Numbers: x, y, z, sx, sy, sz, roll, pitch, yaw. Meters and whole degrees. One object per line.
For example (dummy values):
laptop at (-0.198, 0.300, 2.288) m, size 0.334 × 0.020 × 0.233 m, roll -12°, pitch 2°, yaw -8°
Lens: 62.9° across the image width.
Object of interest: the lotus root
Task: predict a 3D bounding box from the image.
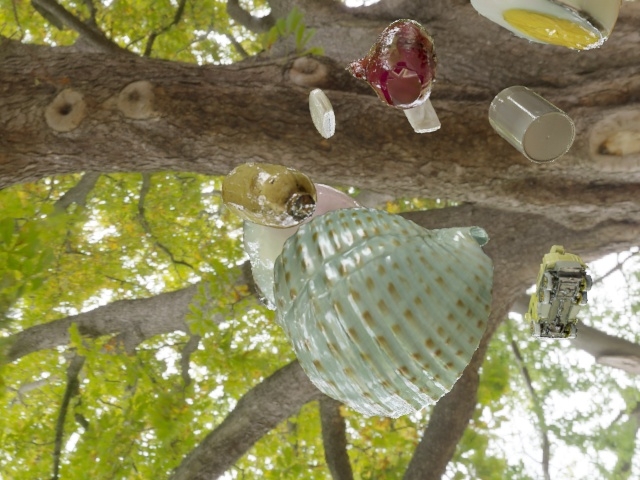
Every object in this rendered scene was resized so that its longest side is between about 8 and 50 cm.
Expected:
lotus root at (-0.111, -0.101, 1.160) m, size 0.160 × 0.284 × 0.146 m, roll -20°, pitch -64°, yaw -33°

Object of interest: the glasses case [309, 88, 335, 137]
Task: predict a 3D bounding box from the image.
glasses case at (0.005, -0.353, 1.467) m, size 0.081 × 0.051 × 0.204 m, roll 59°, pitch 176°, yaw 11°

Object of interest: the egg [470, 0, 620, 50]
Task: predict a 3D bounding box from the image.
egg at (0.501, -0.555, 1.127) m, size 0.337 × 0.337 × 0.200 m, roll 8°, pitch -73°, yaw -50°

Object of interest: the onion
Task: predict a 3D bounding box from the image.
onion at (0.160, -0.400, 1.219) m, size 0.139 × 0.218 × 0.195 m, roll -75°, pitch -17°, yaw -46°

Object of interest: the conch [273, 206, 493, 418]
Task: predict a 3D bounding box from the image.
conch at (0.057, 0.077, 0.722) m, size 0.215 × 0.319 × 0.302 m, roll 19°, pitch -133°, yaw -33°

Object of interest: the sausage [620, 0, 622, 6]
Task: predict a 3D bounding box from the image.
sausage at (0.769, -0.722, 1.601) m, size 0.086 × 0.289 × 0.086 m, roll -12°, pitch -68°, yaw -34°

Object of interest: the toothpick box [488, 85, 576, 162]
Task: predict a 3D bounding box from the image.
toothpick box at (0.429, -0.242, 1.076) m, size 0.111 × 0.111 × 0.180 m, roll 57°, pitch -168°, yaw -29°

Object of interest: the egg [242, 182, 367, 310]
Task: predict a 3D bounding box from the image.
egg at (0.000, 0.000, 1.445) m, size 0.354 × 0.340 × 0.354 m, roll -10°, pitch -90°, yaw -78°

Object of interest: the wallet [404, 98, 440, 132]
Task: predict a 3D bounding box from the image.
wallet at (0.308, -0.429, 1.661) m, size 0.124 × 0.032 × 0.182 m, roll -13°, pitch -106°, yaw -34°

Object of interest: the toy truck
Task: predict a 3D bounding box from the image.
toy truck at (0.663, 0.147, 1.478) m, size 0.157 × 0.124 × 0.272 m, roll -78°, pitch -14°, yaw -51°
